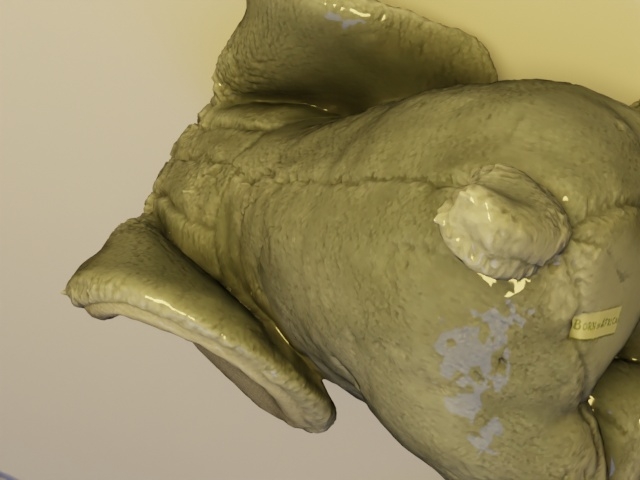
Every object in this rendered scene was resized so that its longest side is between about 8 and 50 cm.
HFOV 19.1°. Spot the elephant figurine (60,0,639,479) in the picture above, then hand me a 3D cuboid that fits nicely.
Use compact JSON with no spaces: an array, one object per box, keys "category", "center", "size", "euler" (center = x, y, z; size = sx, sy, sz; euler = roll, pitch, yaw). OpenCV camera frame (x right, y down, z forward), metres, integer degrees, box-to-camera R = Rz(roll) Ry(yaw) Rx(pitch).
[{"category":"elephant figurine","center":[0.000,0.000,0.624],"size":[0.239,0.169,0.186],"euler":[21,128,31]}]
